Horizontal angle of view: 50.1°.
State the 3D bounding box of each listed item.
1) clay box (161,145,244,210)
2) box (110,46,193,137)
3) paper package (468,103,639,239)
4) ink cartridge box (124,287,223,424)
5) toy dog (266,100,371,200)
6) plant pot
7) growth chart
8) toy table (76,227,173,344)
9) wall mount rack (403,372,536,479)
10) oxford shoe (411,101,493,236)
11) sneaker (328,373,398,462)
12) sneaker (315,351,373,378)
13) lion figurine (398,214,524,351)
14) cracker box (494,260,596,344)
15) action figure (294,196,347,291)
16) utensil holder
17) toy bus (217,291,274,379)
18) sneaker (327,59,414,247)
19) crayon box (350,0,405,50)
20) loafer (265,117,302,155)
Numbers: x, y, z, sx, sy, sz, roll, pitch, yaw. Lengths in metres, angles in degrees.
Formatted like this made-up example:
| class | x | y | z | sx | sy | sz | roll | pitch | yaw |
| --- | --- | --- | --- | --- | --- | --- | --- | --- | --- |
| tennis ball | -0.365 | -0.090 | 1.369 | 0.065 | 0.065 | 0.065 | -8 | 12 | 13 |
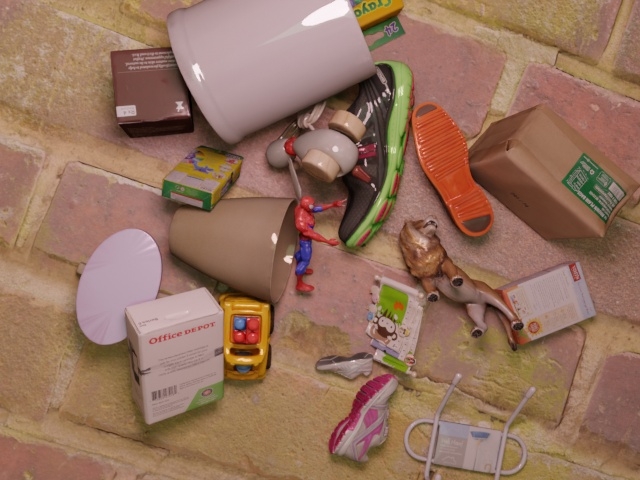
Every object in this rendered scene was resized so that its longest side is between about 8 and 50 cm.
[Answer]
| class | x | y | z | sx | sy | sz | roll | pitch | yaw |
| --- | --- | --- | --- | --- | --- | --- | --- | --- | --- |
| clay box | -0.279 | -0.158 | 1.657 | 0.127 | 0.222 | 0.053 | 17 | 122 | 7 |
| box | -0.396 | -0.348 | 1.633 | 0.168 | 0.203 | 0.167 | -6 | 90 | -9 |
| paper package | 0.561 | -0.162 | 1.716 | 0.324 | 0.309 | 0.168 | 39 | 85 | -7 |
| ink cartridge box | -0.335 | 0.266 | 1.590 | 0.198 | 0.115 | 0.273 | -14 | 126 | -28 |
| toy dog | 0.007 | -0.190 | 1.592 | 0.220 | 0.334 | 0.161 | -46 | 114 | 2 |
| plant pot | -0.215 | 0.001 | 1.652 | 0.273 | 0.256 | 0.257 | 10 | 88 | 7 |
| growth chart | 0.186 | 0.215 | 1.751 | 0.171 | 0.021 | 0.238 | 12 | 101 | 35 |
| toy table | -0.469 | 0.106 | 1.639 | 0.252 | 0.161 | 0.274 | 33 | 86 | -7 |
| wall mount rack | 0.407 | 0.501 | 1.776 | 0.349 | 0.130 | 0.305 | 12 | 88 | -9 |
| oxford shoe | 0.322 | -0.180 | 1.769 | 0.129 | 0.133 | 0.364 | -23 | 96 | -2 |
| sneaker | 0.130 | 0.460 | 1.759 | 0.111 | 0.103 | 0.252 | 34 | 91 | -11 |
| sneaker | 0.063 | 0.330 | 1.768 | 0.152 | 0.054 | 0.061 | -3 | 107 | -3 |
| lion figurine | 0.355 | 0.113 | 1.763 | 0.142 | 0.240 | 0.392 | -41 | 112 | 14 |
| cracker box | 0.604 | 0.166 | 1.840 | 0.232 | 0.067 | 0.156 | -19 | 93 | -7 |
| action figure | 0.000 | 0.000 | 1.658 | 0.138 | 0.281 | 0.092 | -5 | 45 | -3 |
| utensil holder | -0.101 | -0.443 | 1.565 | 0.385 | 0.327 | 0.328 | -22 | 93 | 10 |
| toy bus | -0.182 | 0.242 | 1.654 | 0.149 | 0.211 | 0.221 | 3 | 91 | -10 |
| sneaker | 0.111 | -0.217 | 1.743 | 0.202 | 0.185 | 0.483 | 11 | 86 | 13 |
| crayon box | 0.074 | -0.649 | 1.765 | 0.203 | 0.083 | 0.323 | -28 | 94 | -7 |
| loafer | -0.078 | -0.260 | 1.755 | 0.050 | 0.056 | 0.148 | 43 | 94 | -6 |
